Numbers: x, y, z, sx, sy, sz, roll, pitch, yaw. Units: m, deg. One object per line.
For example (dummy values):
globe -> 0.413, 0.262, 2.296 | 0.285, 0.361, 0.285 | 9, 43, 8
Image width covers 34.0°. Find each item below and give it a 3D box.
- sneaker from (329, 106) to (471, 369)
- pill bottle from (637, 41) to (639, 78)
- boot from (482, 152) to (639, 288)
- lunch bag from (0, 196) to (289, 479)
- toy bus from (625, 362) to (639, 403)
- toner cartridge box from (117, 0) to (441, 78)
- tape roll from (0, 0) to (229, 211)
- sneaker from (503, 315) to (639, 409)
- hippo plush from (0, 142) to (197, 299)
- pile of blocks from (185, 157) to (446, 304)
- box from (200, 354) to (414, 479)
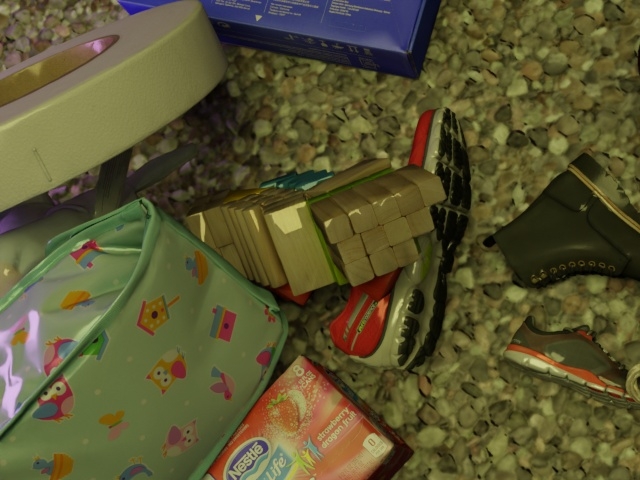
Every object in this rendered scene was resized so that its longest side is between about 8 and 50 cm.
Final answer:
sneaker -> 0.073, -0.011, 1.055 | 0.118, 0.107, 0.278 | 9, 75, 29
pill bottle -> 0.355, -0.181, 0.958 | 0.121, 0.221, 0.121 | -3, 76, 13
boot -> 0.266, 0.029, 1.015 | 0.137, 0.077, 0.198 | -39, 57, 7
lunch bag -> -0.172, 0.109, 0.931 | 0.262, 0.223, 0.160 | -49, 42, -4
toy bus -> 0.368, 0.213, 0.899 | 0.202, 0.104, 0.190 | 6, 92, 1
toner cartridge box -> -0.039, -0.297, 1.165 | 0.348, 0.075, 0.165 | 14, 79, 17
tape roll -> -0.279, -0.128, 1.041 | 0.392, 0.392, 0.072 | -21, 111, 8
sneaker -> 0.257, 0.112, 0.997 | 0.158, 0.061, 0.064 | 20, 75, 17
hippo plush -> -0.314, 0.011, 1.073 | 0.237, 0.234, 0.294 | 18, 100, 29
pile of blocks -> 0.000, 0.000, 1.015 | 0.149, 0.362, 0.112 | -28, 107, -29
box -> -0.047, 0.249, 1.004 | 0.128, 0.122, 0.257 | 42, 89, 19
